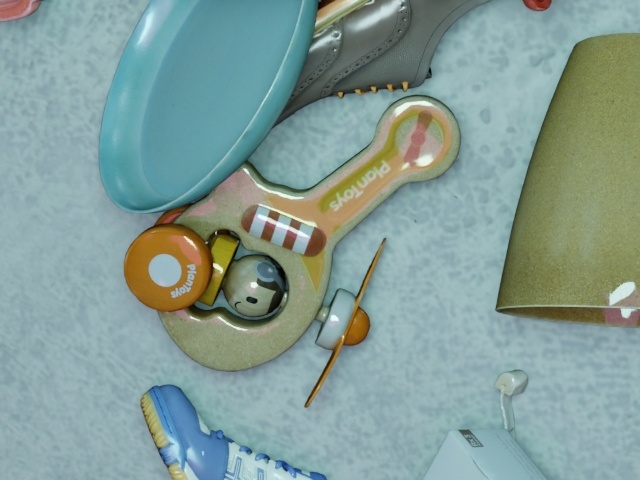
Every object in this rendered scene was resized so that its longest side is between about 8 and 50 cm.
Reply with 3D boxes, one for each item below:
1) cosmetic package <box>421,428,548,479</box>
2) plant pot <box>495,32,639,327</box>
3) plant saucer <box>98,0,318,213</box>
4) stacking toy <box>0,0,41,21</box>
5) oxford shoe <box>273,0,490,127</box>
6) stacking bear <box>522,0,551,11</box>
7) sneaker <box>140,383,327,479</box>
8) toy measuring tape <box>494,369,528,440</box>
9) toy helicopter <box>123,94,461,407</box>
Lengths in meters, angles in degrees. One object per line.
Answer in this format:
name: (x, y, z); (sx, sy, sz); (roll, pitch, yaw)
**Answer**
cosmetic package: (0.134, 0.305, 1.504); (0.117, 0.085, 0.231); (52, 124, 41)
plant pot: (0.285, -0.053, 1.422); (0.237, 0.237, 0.254); (3, 85, 9)
plant saucer: (-0.100, -0.164, 1.449); (0.043, 0.317, 0.317); (27, 104, -32)
stacking toy: (-0.262, -0.373, 1.489); (0.279, 0.130, 0.309); (4, 107, 29)
oxford shoe: (0.033, -0.177, 1.486); (0.363, 0.130, 0.133); (-38, 102, 17)
stacking bear: (0.122, -0.323, 1.327); (0.289, 0.175, 0.164); (41, 139, -26)
sneaker: (-0.065, 0.255, 1.584); (0.131, 0.112, 0.296); (-35, 93, -5)
toy measuring tape: (0.243, 0.289, 1.521); (0.121, 0.121, 0.330); (-6, 89, 10)
toy helicopter: (0.000, 0.000, 1.509); (0.355, 0.140, 0.235); (-39, 95, 12)
